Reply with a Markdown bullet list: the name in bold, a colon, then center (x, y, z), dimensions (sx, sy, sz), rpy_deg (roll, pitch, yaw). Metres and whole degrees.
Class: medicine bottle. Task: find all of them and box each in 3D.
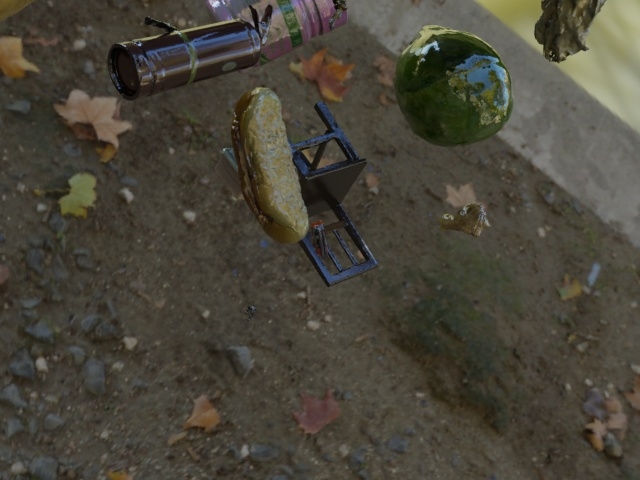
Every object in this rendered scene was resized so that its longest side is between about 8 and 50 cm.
- **medicine bottle**: center (-0.115, -0.600, 1.871), dimensions (0.325, 0.212, 0.212), rpy_deg (-26, 77, -5)

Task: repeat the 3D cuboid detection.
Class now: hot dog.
- **hot dog**: center (-0.086, -0.110, 1.073), dimensions (0.073, 0.084, 0.243), rpy_deg (-14, 92, -29)

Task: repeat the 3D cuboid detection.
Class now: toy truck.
- **toy truck**: center (0.000, 0.000, 1.278), dimensions (0.024, 0.083, 0.032), rpy_deg (-24, 50, -16)

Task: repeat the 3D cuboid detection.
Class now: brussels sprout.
- **brussels sprout**: center (0.339, -0.416, 1.875), dimensions (0.289, 0.281, 0.355), rpy_deg (-20, 51, 3)

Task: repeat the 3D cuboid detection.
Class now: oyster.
- **oyster**: center (0.399, -0.394, 1.136), dimensions (0.072, 0.209, 0.133), rpy_deg (9, 30, -35)

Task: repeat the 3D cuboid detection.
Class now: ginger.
- **ginger**: center (0.399, -0.064, 1.975), dimensions (0.067, 0.165, 0.096), rpy_deg (31, 79, -38)

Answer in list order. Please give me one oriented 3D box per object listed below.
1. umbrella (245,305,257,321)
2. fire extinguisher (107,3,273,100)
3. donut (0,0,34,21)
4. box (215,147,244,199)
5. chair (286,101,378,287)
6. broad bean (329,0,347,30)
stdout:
- **umbrella**: center (-0.130, 0.133, 1.298), dimensions (0.022, 0.149, 0.022), rpy_deg (43, 91, 0)
- **fire extinguisher**: center (-0.214, -0.352, 1.281), dimensions (0.105, 0.141, 0.341), rpy_deg (34, 43, 29)
- **donut**: center (-0.500, -0.347, 0.809), dimensions (0.448, 0.198, 0.449), rpy_deg (-5, 43, 5)
- **box**: center (-0.180, -0.150, 1.626), dimensions (0.089, 0.062, 0.122), rpy_deg (-6, 53, -54)
- **chair**: center (0.012, -0.124, 1.884), dimensions (0.203, 0.241, 0.416), rpy_deg (-21, 66, -33)
- **broad bean**: center (-0.027, -0.449, 1.012), dimensions (0.325, 0.067, 0.075), rpy_deg (61, 14, 3)
